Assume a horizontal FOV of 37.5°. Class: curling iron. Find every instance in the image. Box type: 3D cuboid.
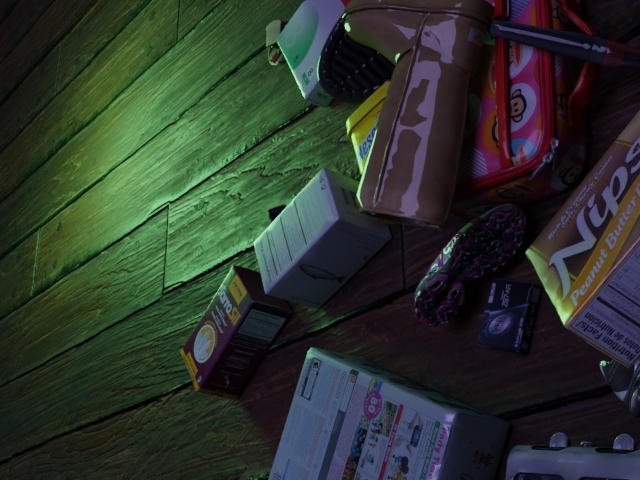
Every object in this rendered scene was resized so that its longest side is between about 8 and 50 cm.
[{"bbox_3d":[0.318,-0.217,1.026,0.274,0.035,0.068,12,91,29],"label":"curling iron"}]

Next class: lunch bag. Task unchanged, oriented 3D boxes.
[{"bbox_3d":[0.228,-0.185,1.161,0.258,0.120,0.293,-18,63,44],"label":"lunch bag"}]

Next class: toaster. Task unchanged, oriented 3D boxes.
[{"bbox_3d":[0.268,0.280,0.899,0.168,0.110,0.186,-12,66,51],"label":"toaster"}]

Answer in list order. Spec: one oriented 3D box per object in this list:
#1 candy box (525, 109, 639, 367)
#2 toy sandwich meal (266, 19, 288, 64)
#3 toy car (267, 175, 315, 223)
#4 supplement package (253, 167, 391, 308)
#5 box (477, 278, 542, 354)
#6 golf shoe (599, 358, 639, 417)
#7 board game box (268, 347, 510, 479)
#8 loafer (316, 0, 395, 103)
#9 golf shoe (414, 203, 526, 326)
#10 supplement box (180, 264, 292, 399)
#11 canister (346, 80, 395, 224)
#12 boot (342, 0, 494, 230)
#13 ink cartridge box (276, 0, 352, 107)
[{"bbox_3d":[0.340,-0.054,0.901,0.316,0.087,0.183,-55,12,18],"label":"candy box"},{"bbox_3d":[-0.077,-0.360,1.708,0.085,0.029,0.086,-26,55,45],"label":"toy sandwich meal"},{"bbox_3d":[-0.030,-0.053,1.522,0.122,0.060,0.040,-36,2,18],"label":"toy car"},{"bbox_3d":[0.000,0.000,1.382,0.179,0.105,0.105,-46,43,32],"label":"supplement package"},{"bbox_3d":[0.224,0.089,1.118,0.067,0.018,0.083,6,80,54],"label":"box"},{"bbox_3d":[0.340,0.074,0.923,0.198,0.077,0.094,-61,37,13],"label":"golf shoe"},{"bbox_3d":[0.070,0.281,1.176,0.303,0.097,0.224,16,89,56],"label":"board game box"},{"bbox_3d":[0.130,-0.356,1.373,0.366,0.134,0.130,-50,13,13],"label":"loafer"},{"bbox_3d":[0.178,0.018,1.164,0.186,0.067,0.086,-48,14,23],"label":"golf shoe"},{"bbox_3d":[-0.139,0.149,1.522,0.188,0.081,0.104,-58,38,18],"label":"supplement box"},{"bbox_3d":[0.106,-0.123,1.325,0.126,0.073,0.170,-41,47,36],"label":"canister"},{"bbox_3d":[0.086,-0.160,1.150,0.236,0.089,0.269,11,86,50],"label":"boot"},{"bbox_3d":[0.028,-0.358,1.550,0.225,0.056,0.181,-52,40,28],"label":"ink cartridge box"}]
